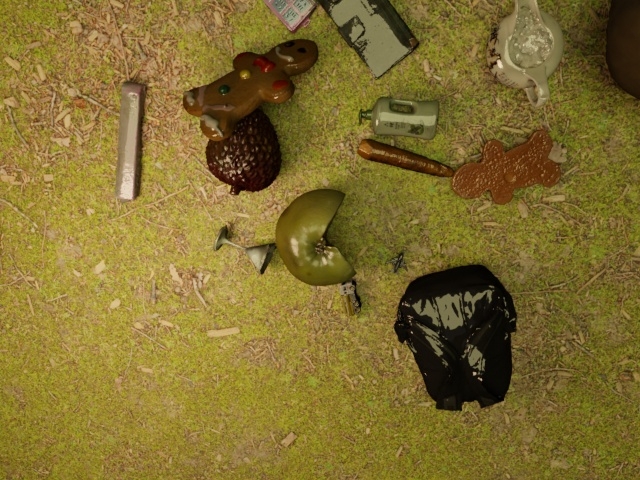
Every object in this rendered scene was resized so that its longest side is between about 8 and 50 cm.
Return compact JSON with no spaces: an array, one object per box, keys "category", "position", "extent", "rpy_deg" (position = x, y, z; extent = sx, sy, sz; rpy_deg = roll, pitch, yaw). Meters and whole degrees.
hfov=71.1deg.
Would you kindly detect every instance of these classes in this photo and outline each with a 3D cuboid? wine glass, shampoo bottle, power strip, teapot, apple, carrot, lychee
[{"category":"wine glass","position":[-0.250,0.026,1.470],"extent":[0.183,0.122,0.122],"rpy_deg":[23,102,6]},{"category":"shampoo bottle","position":[0.232,-0.372,1.354],"extent":[0.234,0.087,0.118],"rpy_deg":[6,104,4]},{"category":"power strip","position":[-0.134,-0.753,1.334],"extent":[0.109,0.037,0.279],"rpy_deg":[-43,95,12]},{"category":"teapot","position":[0.587,-0.525,1.264],"extent":[0.209,0.166,0.299],"rpy_deg":[-18,89,-4]},{"category":"apple","position":[-0.021,-0.003,1.363],"extent":[0.234,0.258,0.294],"rpy_deg":[-8,101,7]},{"category":"carrot","position":[0.270,-0.246,1.391],"extent":[0.314,0.066,0.066],"rpy_deg":[17,102,-1]},{"category":"lychee","position":[-0.226,-0.266,1.343],"extent":[0.236,0.236,0.271],"rpy_deg":[7,91,3]}]

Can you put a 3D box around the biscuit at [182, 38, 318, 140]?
[{"category":"biscuit","position":[-0.194,-0.473,1.292],"extent":[0.432,0.064,0.283],"rpy_deg":[-36,55,-9]}]

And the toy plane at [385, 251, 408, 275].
[{"category":"toy plane","position":[0.255,0.073,1.470],"extent":[0.079,0.031,0.083],"rpy_deg":[19,103,1]}]

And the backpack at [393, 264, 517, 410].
[{"category":"backpack","position":[0.436,0.318,1.399],"extent":[0.364,0.255,0.445],"rpy_deg":[-16,103,14]}]

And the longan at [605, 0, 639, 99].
[{"category":"longan","position":[0.921,-0.539,1.106],"extent":[0.436,0.404,0.403],"rpy_deg":[15,103,-22]}]

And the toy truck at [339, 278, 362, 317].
[{"category":"toy truck","position":[0.099,0.195,1.498],"extent":[0.063,0.052,0.123],"rpy_deg":[-12,102,13]}]

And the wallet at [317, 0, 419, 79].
[{"category":"wallet","position":[0.136,-0.655,1.327],"extent":[0.169,0.044,0.317],"rpy_deg":[-37,95,12]}]

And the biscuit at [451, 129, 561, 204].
[{"category":"biscuit","position":[0.557,-0.216,1.372],"extent":[0.324,0.049,0.205],"rpy_deg":[-21,105,4]}]

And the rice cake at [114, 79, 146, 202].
[{"category":"rice cake","position":[-0.617,-0.310,1.451],"extent":[0.070,0.064,0.398],"rpy_deg":[8,102,-3]}]
